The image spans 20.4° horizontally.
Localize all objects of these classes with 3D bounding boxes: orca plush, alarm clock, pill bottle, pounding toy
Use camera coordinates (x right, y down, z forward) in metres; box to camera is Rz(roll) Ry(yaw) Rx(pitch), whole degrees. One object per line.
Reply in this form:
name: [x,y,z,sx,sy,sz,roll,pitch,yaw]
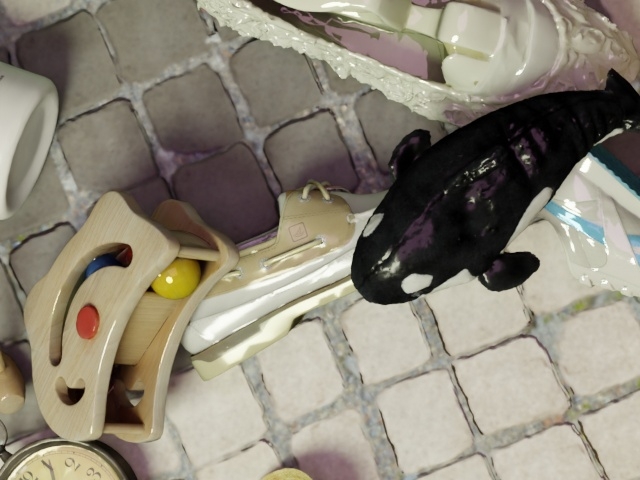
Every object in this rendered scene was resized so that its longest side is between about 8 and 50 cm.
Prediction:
orca plush: [0.152,-0.045,1.419,0.287,0.102,0.151,-20,82,-5]
alarm clock: [-0.234,0.221,1.546,0.192,0.064,0.129,42,90,2]
pill bottle: [-0.355,-0.113,1.537,0.229,0.131,0.131,20,88,5]
pounding toy: [-0.199,0.080,1.473,0.269,0.155,0.154,-50,52,29]

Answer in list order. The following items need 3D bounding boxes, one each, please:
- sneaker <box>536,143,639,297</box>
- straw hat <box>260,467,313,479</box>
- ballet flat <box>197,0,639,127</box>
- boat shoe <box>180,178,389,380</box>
sneaker: [0.269,0.010,1.524,0.229,0.087,0.092,43,108,4]
straw hat: [-0.014,0.272,1.529,0.061,0.144,0.144,18,88,-37]
ballet flat: [0.072,-0.184,1.515,0.409,0.147,0.147,16,88,3]
boat shoe: [0.000,0.000,1.519,0.302,0.113,0.103,-32,91,2]
